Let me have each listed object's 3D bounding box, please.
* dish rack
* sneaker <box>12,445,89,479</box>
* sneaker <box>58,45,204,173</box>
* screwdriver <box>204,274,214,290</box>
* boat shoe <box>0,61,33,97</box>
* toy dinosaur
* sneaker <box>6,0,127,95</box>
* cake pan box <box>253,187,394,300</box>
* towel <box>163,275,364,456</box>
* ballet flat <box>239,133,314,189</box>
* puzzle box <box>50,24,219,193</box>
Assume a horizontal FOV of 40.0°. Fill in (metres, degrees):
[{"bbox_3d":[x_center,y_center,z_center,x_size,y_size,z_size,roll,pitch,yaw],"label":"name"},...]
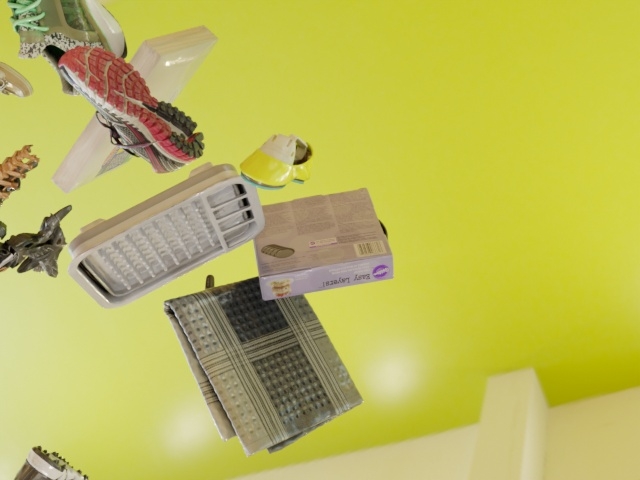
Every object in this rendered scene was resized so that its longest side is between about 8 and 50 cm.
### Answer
[{"bbox_3d":[-0.265,-0.014,1.515,0.333,0.072,0.285,-29,162,-8],"label":"dish rack"},{"bbox_3d":[-0.437,0.392,1.390,0.106,0.078,0.234,-52,168,-17],"label":"sneaker"},{"bbox_3d":[-0.348,-0.221,1.569,0.112,0.299,0.121,-26,-143,31],"label":"sneaker"},{"bbox_3d":[-0.244,0.135,1.946,0.025,0.024,0.170,1,-141,-11],"label":"screwdriver"},{"bbox_3d":[-0.541,-0.267,1.429,0.048,0.153,0.056,-62,-178,-26],"label":"boat shoe"},{"bbox_3d":[-0.420,0.001,1.049,0.322,0.164,0.218,-14,-171,31],"label":"toy dinosaur"},{"bbox_3d":[-0.521,-0.430,1.646,0.158,0.410,0.182,2,-122,30],"label":"sneaker"},{"bbox_3d":[0.000,0.000,1.720,0.267,0.070,0.246,-10,-143,-5],"label":"cake pan box"},{"bbox_3d":[-0.102,0.221,1.630,0.312,0.324,0.056,-13,157,-46],"label":"towel"},{"bbox_3d":[-0.060,-0.126,1.346,0.077,0.077,0.231,27,-168,12],"label":"ballet flat"},{"bbox_3d":[-0.407,-0.289,1.930,0.409,0.052,0.272,-47,180,27],"label":"puzzle box"}]
